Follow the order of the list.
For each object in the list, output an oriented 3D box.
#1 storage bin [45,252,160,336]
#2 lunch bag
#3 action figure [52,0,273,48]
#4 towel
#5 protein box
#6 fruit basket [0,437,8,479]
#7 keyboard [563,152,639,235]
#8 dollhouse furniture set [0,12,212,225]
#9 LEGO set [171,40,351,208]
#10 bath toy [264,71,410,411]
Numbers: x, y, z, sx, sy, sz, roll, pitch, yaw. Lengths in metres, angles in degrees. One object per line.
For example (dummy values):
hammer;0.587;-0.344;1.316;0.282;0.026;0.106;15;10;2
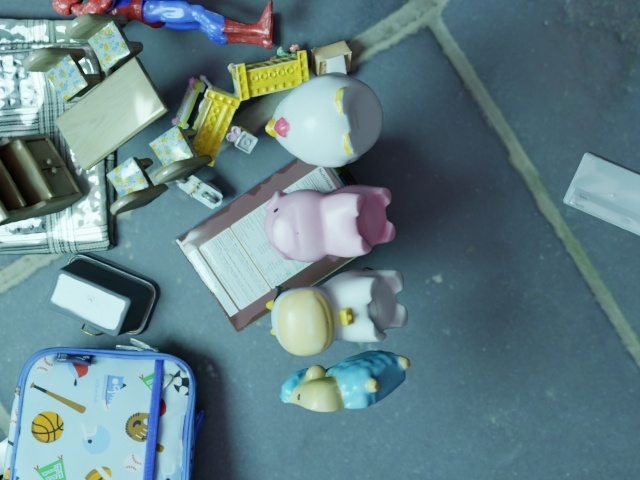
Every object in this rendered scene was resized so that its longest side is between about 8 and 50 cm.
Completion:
storage bin;-0.300;0.082;1.225;0.135;0.091;0.098;23;97;4
lunch bag;-0.272;0.277;1.170;0.243;0.115;0.303;7;73;-12
action figure;-0.199;-0.325;1.175;0.281;0.091;0.139;3;86;-2
towel;-0.434;-0.140;1.236;0.312;0.056;0.324;0;94;6
protein box;-0.042;-0.012;1.136;0.201;0.200;0.136;-33;93;7
fruit basket;-0.362;0.420;1.227;0.353;0.165;0.327;-32;89;2
keyboard;0.446;-0.031;1.184;0.256;0.014;0.072;24;92;3
dollhouse furniture set;-0.299;-0.122;1.096;0.242;0.161;0.212;-31;88;23
LEGO set;-0.100;-0.186;1.196;0.287;0.107;0.132;-46;124;3
bath toy;0.000;0.000;0.975;0.129;0.151;0.348;1;99;38
